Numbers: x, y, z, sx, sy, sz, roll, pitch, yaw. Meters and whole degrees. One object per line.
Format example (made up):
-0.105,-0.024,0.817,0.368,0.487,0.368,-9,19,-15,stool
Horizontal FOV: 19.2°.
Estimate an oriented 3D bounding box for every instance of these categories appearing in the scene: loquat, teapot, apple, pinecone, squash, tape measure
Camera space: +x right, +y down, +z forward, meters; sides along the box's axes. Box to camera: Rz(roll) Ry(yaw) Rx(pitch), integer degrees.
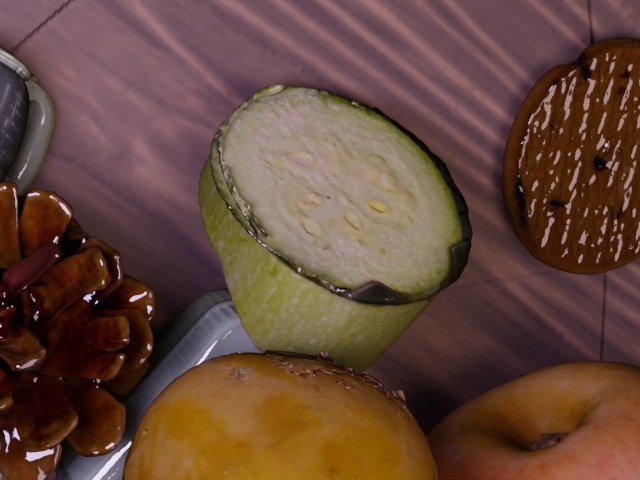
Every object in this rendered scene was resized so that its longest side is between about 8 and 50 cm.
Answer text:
-0.028,0.190,1.348,0.235,0.235,0.235,-10,113,-25,loquat
-0.244,-0.093,1.346,0.092,0.124,0.091,25,76,7,teapot
0.232,0.274,1.576,0.364,0.364,0.364,-10,113,-25,apple
-0.226,0.066,1.336,0.229,0.201,0.202,36,71,-12,pinecone
-0.004,-0.012,1.452,0.220,0.220,0.133,10,144,-31,squash
-0.087,0.175,1.507,0.235,0.115,0.207,-48,118,-1,tape measure

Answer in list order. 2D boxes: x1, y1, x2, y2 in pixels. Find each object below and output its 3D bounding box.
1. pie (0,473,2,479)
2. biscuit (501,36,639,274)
-0.334,0.241,1.429,0.185,0.052,0.218,-1,106,-25,pie
0.245,-0.071,1.635,0.212,0.036,0.212,-11,115,-24,biscuit
